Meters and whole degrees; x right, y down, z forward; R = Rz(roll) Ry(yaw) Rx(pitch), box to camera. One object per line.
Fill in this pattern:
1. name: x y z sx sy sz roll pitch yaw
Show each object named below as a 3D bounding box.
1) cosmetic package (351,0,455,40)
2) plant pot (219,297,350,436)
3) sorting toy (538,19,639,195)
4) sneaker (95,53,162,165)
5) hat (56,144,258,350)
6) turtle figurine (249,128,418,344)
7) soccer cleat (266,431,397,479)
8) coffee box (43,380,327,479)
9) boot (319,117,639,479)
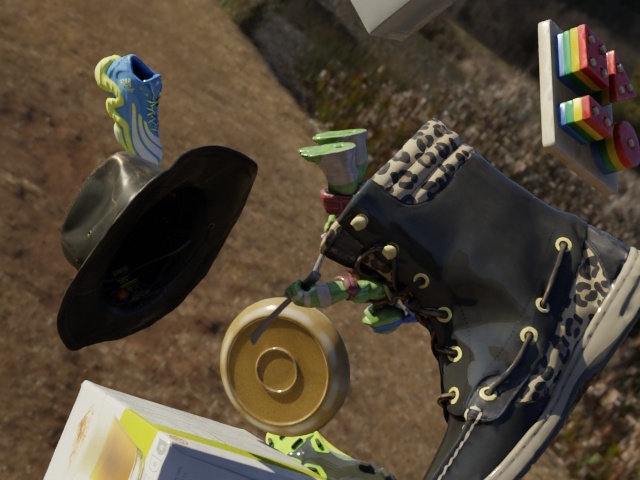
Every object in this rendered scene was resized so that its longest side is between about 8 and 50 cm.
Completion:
1. cosmetic package: 0.171 -0.430 1.623 0.127 0.238 0.107 -9 66 -55
2. plant pot: -0.067 0.213 1.669 0.236 0.236 0.032 41 17 13
3. sorting toy: 0.504 -0.248 1.854 0.255 0.089 0.257 26 59 -45
4. sneaker: -0.363 -0.266 2.033 0.091 0.126 0.240 -42 110 -48
5. hat: -0.232 -0.021 1.258 0.134 0.331 0.331 44 17 18
6. turtle figurine: 0.000 0.000 1.321 0.275 0.266 0.198 9 23 45
7. soccer cleat: 0.019 0.414 1.792 0.289 0.093 0.121 21 -34 34
8. coffee box: -0.229 0.455 1.560 0.338 0.337 0.334 25 -6 -35
9. boot: 0.117 0.082 0.976 0.284 0.377 0.138 40 -12 7
